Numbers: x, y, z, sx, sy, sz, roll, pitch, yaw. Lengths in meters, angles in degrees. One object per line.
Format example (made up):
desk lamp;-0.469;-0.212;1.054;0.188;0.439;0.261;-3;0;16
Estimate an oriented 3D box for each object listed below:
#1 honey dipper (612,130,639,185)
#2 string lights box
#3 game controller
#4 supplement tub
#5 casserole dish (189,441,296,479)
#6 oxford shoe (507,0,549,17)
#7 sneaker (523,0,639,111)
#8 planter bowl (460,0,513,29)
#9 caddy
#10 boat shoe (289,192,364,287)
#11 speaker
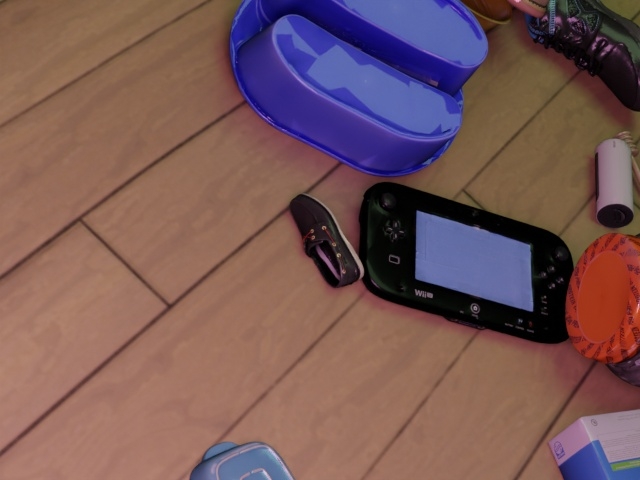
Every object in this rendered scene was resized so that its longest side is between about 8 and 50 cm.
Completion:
honey dipper;0.486;-0.092;1.999;0.030;0.030;0.161;0;61;-32
string lights box;0.390;0.336;1.578;0.133;0.077;0.260;-1;58;-32
game controller;0.191;0.032;1.691;0.319;0.067;0.166;16;50;-21
supplement tub;0.501;0.103;1.698;0.338;0.207;0.207;13;51;-21
casserole dish;-0.057;0.286;1.364;0.114;0.037;0.188;-18;69;-39
oxford shoe;0.275;-0.509;2.007;0.140;0.146;0.397;15;44;-43
sneaker;0.405;-0.325;2.085;0.139;0.125;0.341;-29;72;-20
planter bowl;0.176;-0.369;1.954;0.217;0.090;0.217;31;31;-21
caddy;0.049;-0.231;1.730;0.341;0.179;0.241;27;71;-13
boat shoe;0.001;-0.001;1.608;0.042;0.049;0.133;-20;70;-41
speaker;0.433;-0.084;1.939;0.055;0.055;0.136;23;48;-16
